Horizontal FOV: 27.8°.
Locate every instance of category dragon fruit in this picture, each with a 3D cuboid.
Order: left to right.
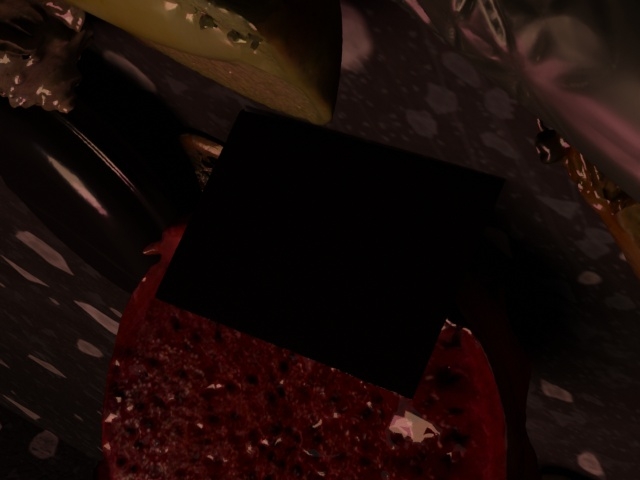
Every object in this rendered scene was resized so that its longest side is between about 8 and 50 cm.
[{"bbox_3d":[0.014,0.149,1.059,0.249,0.371,0.386,6,-128,-62],"label":"dragon fruit"}]

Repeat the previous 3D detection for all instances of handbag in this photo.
[{"bbox_3d":[-0.222,-0.058,1.222,0.254,0.093,0.308,30,160,27],"label":"handbag"}]

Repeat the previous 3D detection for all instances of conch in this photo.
[{"bbox_3d":[-0.272,-0.200,1.001,0.178,0.163,0.245,-40,89,36],"label":"conch"}]

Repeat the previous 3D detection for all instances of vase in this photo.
[{"bbox_3d":[0.155,-0.089,0.574,0.301,0.156,0.251,35,-174,13],"label":"vase"}]

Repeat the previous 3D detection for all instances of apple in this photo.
[{"bbox_3d":[-0.087,-0.169,0.774,0.265,0.120,0.193,29,171,19],"label":"apple"}]

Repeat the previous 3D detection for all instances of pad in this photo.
[{"bbox_3d":[0.000,0.000,0.949,0.246,0.170,0.006,18,171,35],"label":"pad"}]

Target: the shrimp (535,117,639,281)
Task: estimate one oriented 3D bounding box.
[{"bbox_3d":[0.226,-0.011,0.739,0.294,0.062,0.154,37,149,-20],"label":"shrimp"}]

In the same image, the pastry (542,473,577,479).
[{"bbox_3d":[0.264,0.310,1.348,0.156,0.092,0.156,37,165,11],"label":"pastry"}]

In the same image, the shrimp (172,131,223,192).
[{"bbox_3d":[-0.088,-0.054,1.159,0.083,0.023,0.114,17,150,33],"label":"shrimp"}]
